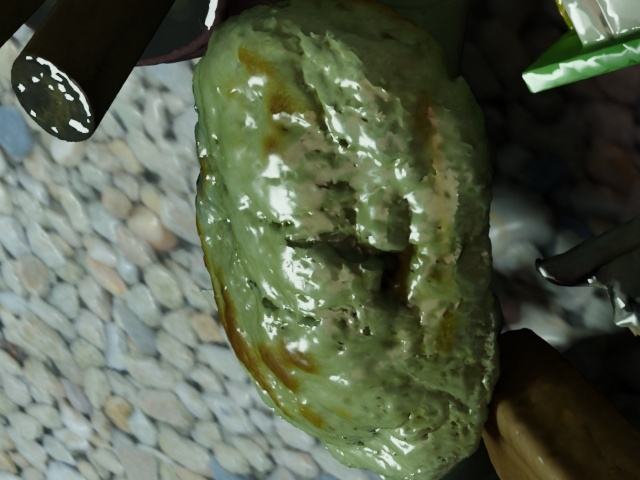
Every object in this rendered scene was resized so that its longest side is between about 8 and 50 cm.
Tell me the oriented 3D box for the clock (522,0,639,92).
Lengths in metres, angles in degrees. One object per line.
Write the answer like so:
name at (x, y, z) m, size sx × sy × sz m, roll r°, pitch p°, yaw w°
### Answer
clock at (0.133, -0.210, 0.712) m, size 0.220 × 0.106 × 0.255 m, roll -13°, pitch 111°, yaw 46°

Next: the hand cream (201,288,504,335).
hand cream at (0.015, 0.050, 1.108) m, size 0.234 × 0.050 × 0.080 m, roll -9°, pitch 123°, yaw 53°

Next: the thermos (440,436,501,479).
thermos at (0.077, 0.162, 1.123) m, size 0.073 × 0.083 × 0.187 m, roll 48°, pitch 153°, yaw 47°

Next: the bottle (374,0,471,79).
bottle at (0.033, -0.084, 0.937) m, size 0.072 × 0.072 × 0.201 m, roll 28°, pitch 139°, yaw 20°

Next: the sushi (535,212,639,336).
sushi at (0.236, 0.034, 0.770) m, size 0.274 × 0.184 × 0.139 m, roll -7°, pitch 119°, yaw 46°

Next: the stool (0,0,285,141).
stool at (-0.153, -0.175, 0.932) m, size 0.272 × 0.178 × 0.272 m, roll 25°, pitch 138°, yaw 25°

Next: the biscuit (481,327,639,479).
biscuit at (0.198, 0.209, 0.943) m, size 0.381 × 0.074 × 0.359 m, roll 57°, pitch 178°, yaw -31°

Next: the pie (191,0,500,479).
pie at (0.000, 0.000, 0.899) m, size 0.201 × 0.090 × 0.248 m, roll 30°, pitch 135°, yaw 46°
